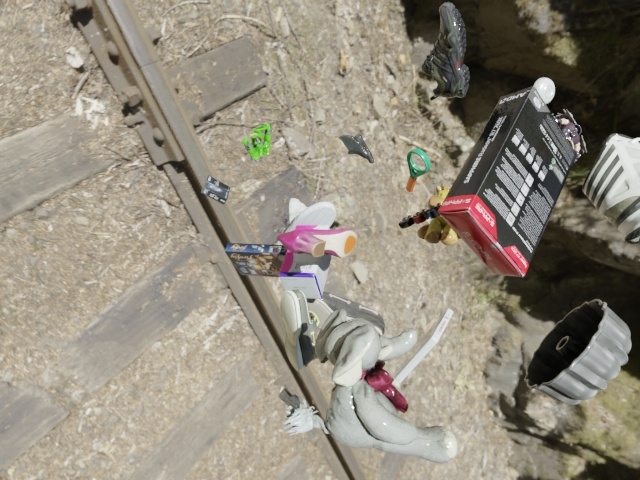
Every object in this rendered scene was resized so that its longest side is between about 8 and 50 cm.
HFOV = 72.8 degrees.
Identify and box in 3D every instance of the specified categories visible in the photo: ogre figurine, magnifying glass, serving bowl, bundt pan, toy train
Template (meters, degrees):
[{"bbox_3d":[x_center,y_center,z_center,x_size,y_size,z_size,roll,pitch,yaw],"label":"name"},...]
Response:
[{"bbox_3d":[-0.265,-0.420,1.878,0.197,0.097,0.118,-81,166,-54],"label":"ogre figurine"},{"bbox_3d":[0.332,-0.239,1.526,0.026,0.092,0.231,-39,161,-14],"label":"magnifying glass"},{"bbox_3d":[0.685,-0.454,1.320,0.084,0.027,0.083,-6,105,-23],"label":"serving bowl"},{"bbox_3d":[0.754,0.334,1.255,0.330,0.124,0.331,-49,167,-16],"label":"bundt pan"},{"bbox_3d":[0.238,-0.055,1.028,0.036,0.158,0.027,-37,96,-29],"label":"toy train"}]

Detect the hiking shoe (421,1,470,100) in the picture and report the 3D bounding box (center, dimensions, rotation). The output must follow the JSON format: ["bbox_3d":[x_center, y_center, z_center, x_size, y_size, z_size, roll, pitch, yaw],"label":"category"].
[{"bbox_3d":[0.303,-0.465,1.086,0.086,0.114,0.226,-45,128,-50],"label":"hiking shoe"}]

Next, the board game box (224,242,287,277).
[{"bbox_3d":[-0.205,0.075,1.589,0.165,0.244,0.042,69,28,-52],"label":"board game box"}]

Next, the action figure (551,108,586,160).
[{"bbox_3d":[0.768,-0.316,1.418,0.285,0.099,0.185,-35,88,-28],"label":"action figure"}]

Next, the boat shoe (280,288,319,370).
[{"bbox_3d":[-0.055,0.260,1.301,0.091,0.109,0.304,-20,128,-25],"label":"boat shoe"}]

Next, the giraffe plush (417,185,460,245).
[{"bbox_3d":[0.446,-0.101,1.549,0.210,0.182,0.170,-35,123,-42],"label":"giraffe plush"}]

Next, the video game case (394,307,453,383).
[{"bbox_3d":[0.285,0.296,1.205,0.183,0.023,0.201,-30,154,-56],"label":"video game case"}]

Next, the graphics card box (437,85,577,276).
[{"bbox_3d":[0.433,-0.133,0.980,0.233,0.094,0.370,41,70,-24],"label":"graphics card box"}]

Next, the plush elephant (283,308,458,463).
[{"bbox_3d":[0.098,0.272,0.899,0.330,0.272,0.255,7,98,-15],"label":"plush elephant"}]

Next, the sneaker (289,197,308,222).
[{"bbox_3d":[-0.054,-0.111,1.930,0.169,0.292,0.108,-7,120,-2],"label":"sneaker"}]

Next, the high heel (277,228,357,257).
[{"bbox_3d":[0.000,0.000,1.134,0.244,0.117,0.082,-16,121,-54],"label":"high heel"}]

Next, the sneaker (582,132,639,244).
[{"bbox_3d":[0.831,-0.209,0.999,0.448,0.257,0.169,-32,147,8],"label":"sneaker"}]

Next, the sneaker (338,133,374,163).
[{"bbox_3d":[0.156,-0.390,1.862,0.170,0.089,0.051,58,17,-17],"label":"sneaker"}]

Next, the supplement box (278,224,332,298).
[{"bbox_3d":[-0.037,0.062,1.332,0.220,0.111,0.113,-74,157,-43],"label":"supplement box"}]

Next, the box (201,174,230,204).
[{"bbox_3d":[-0.276,-0.134,1.145,0.067,0.083,0.018,29,114,-19],"label":"box"}]

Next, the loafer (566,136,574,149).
[{"bbox_3d":[0.643,-0.199,1.243,0.102,0.092,0.268,40,83,2],"label":"loafer"}]

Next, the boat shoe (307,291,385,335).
[{"bbox_3d":[0.049,0.230,1.402,0.095,0.335,0.112,-64,178,-56],"label":"boat shoe"}]

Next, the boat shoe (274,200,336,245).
[{"bbox_3d":[-0.072,-0.060,1.696,0.121,0.335,0.119,36,34,-26],"label":"boat shoe"}]

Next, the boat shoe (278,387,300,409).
[{"bbox_3d":[-0.078,0.464,1.258,0.035,0.100,0.035,34,84,-52],"label":"boat shoe"}]
